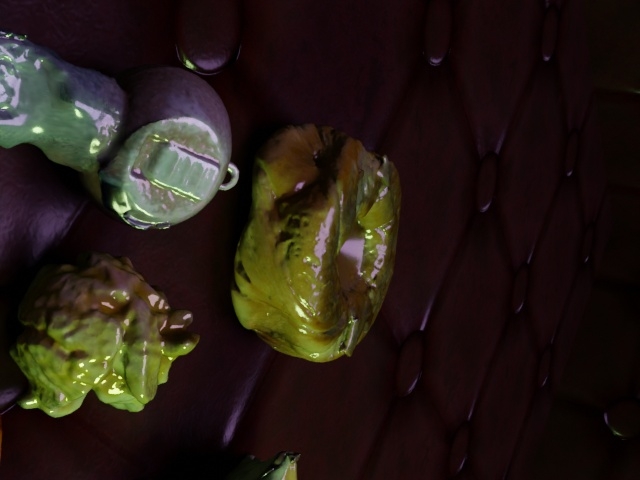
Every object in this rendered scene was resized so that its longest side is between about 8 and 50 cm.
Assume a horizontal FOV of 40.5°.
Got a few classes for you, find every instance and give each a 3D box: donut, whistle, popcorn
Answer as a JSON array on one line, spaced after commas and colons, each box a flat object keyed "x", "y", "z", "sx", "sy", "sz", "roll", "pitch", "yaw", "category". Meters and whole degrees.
[{"x": 0.000, "y": 0.000, "z": 1.293, "sx": 0.360, "sy": 0.170, "sz": 0.360, "roll": -40, "pitch": 136, "yaw": -53, "category": "donut"}, {"x": -0.233, "y": -0.123, "z": 0.901, "sx": 0.348, "sy": 0.189, "sz": 0.189, "roll": 21, "pitch": 81, "yaw": -37, "category": "whistle"}, {"x": -0.227, "y": 0.100, "z": 0.926, "sx": 0.187, "sy": 0.185, "sz": 0.167, "roll": 9, "pitch": 69, "yaw": -32, "category": "popcorn"}]

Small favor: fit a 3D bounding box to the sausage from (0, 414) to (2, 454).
[{"x": -0.367, "y": 0.219, "z": 0.766, "sx": 0.153, "sy": 0.141, "sz": 0.268, "roll": -19, "pitch": 117, "yaw": -56, "category": "sausage"}]

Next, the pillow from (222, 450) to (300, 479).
[{"x": -0.125, "y": 0.439, "z": 1.189, "sx": 0.312, "sy": 0.119, "sz": 0.310, "roll": -67, "pitch": -170, "yaw": -20, "category": "pillow"}]
